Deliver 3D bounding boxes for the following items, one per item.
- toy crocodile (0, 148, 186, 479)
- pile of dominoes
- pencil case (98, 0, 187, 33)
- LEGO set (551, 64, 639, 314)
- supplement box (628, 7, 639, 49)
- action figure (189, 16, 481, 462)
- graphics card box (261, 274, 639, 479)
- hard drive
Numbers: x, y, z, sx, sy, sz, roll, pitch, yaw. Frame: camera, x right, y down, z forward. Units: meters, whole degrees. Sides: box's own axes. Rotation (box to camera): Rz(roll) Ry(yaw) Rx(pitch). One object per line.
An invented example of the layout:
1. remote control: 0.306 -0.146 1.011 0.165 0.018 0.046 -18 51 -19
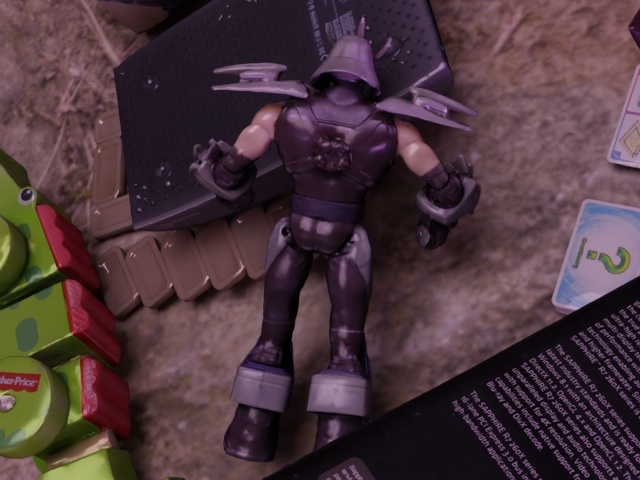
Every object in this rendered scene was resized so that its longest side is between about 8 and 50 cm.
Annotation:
1. toy crocodile: -0.193 0.065 0.869 0.105 0.115 0.341 -27 59 6
2. pile of dominoes: -0.069 -0.043 0.920 0.251 0.040 0.196 -17 60 28
3. pencil case: -0.047 -0.328 0.953 0.410 0.160 0.184 -29 91 11
4. LEGO set: 0.261 -0.054 0.738 0.182 0.060 0.244 14 72 27
5. supplement box: 0.289 -0.120 0.685 0.188 0.081 0.104 28 83 42
6. action figure: 0.000 0.000 0.763 0.185 0.099 0.285 10 94 14
7. graphics card box: 0.130 0.166 0.573 0.370 0.094 0.233 -26 60 -20
8. hard drive: -0.030 -0.115 0.865 0.254 0.054 0.172 -26 55 20
